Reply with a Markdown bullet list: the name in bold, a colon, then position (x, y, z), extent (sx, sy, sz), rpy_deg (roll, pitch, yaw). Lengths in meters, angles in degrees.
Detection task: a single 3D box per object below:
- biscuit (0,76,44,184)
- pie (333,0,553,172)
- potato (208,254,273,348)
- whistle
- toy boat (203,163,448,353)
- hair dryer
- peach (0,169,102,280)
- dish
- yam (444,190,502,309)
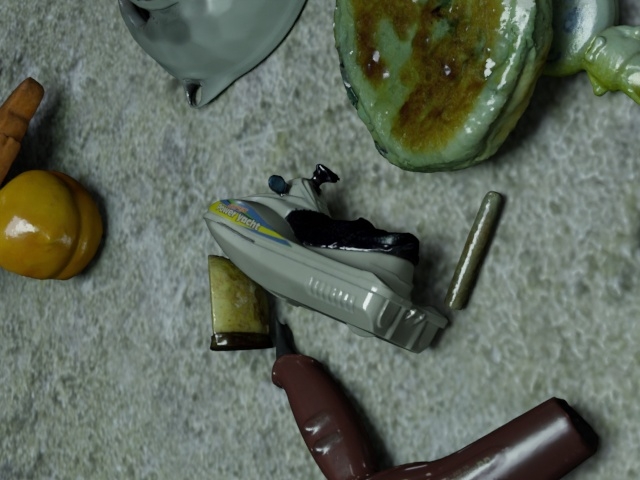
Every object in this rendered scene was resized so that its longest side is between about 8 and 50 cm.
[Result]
- **biscuit**: position (-0.458, -0.069, 1.395), extent (0.306, 0.043, 0.284), rpy_deg (-22, 42, 56)
- **pie**: position (0.104, -0.207, 1.003), extent (0.302, 0.067, 0.302), rpy_deg (4, 94, 56)
- **potato**: position (-0.087, 0.064, 1.136), extent (0.096, 0.066, 0.103), rpy_deg (137, 129, -79)
- **whistle**: position (0.245, -0.169, 0.940), extent (0.198, 0.057, 0.104), rpy_deg (44, 119, 27)
- **toy boat**: position (0.001, 0.008, 1.045), extent (0.269, 0.141, 0.141), rpy_deg (39, 106, 38)
- **hair dryer**: position (0.054, 0.167, 1.014), extent (0.312, 0.123, 0.340), rpy_deg (-41, 48, 13)
- **peach**: position (-0.335, -0.020, 1.303), extent (0.138, 0.138, 0.138), rpy_deg (-7, 78, 37)
- **dish**: position (-0.146, -0.319, 1.221), extent (0.303, 0.120, 0.303), rpy_deg (-8, 77, 36)
- **yam**: position (0.142, 0.009, 1.002), extent (0.021, 0.021, 0.116), rpy_deg (23, 96, 38)
